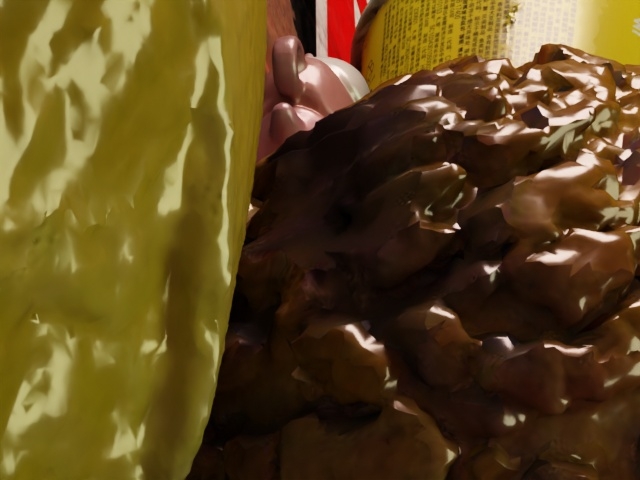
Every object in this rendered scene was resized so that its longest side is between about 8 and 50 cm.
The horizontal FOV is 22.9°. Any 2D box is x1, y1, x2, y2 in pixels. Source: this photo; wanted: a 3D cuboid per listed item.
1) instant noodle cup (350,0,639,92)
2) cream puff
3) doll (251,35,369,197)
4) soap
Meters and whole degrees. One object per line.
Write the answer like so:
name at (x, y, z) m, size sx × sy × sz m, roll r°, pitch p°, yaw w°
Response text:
instant noodle cup at (0.162, -0.042, 1.255) m, size 0.325 × 0.326 × 0.254 m, roll 69°, pitch 26°, yaw -45°
cream puff at (0.069, 0.045, 0.673) m, size 0.231 × 0.343 × 0.327 m, roll 53°, pitch -11°, yaw -25°
doll at (0.000, 0.000, 0.920) m, size 0.211 × 0.093 × 0.262 m, roll -71°, pitch 155°, yaw -61°
soap at (-0.088, -0.109, 0.546) m, size 0.427 × 0.115 × 0.306 m, roll -87°, pitch 160°, yaw -44°
